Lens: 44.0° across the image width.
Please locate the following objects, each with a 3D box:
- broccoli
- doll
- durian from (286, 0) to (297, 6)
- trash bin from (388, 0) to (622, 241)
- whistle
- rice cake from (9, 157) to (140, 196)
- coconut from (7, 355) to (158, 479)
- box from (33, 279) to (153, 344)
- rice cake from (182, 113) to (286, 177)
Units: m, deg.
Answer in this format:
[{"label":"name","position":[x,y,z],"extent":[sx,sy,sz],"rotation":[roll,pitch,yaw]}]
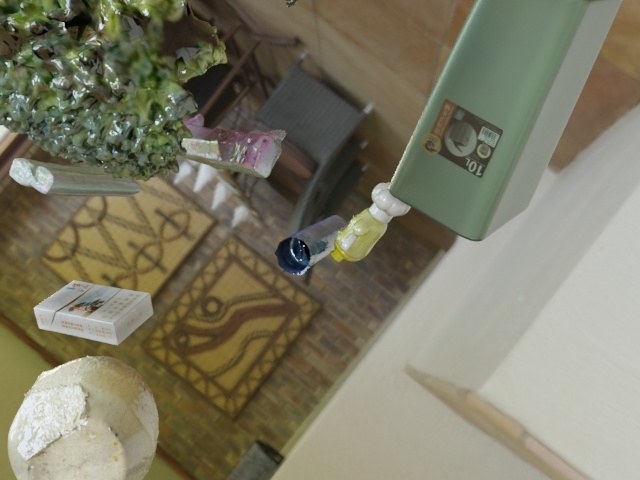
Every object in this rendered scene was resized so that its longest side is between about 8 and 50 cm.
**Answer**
[{"label":"broccoli","position":[-0.229,-0.220,0.891],"extent":[0.294,0.280,0.348],"rotation":[12,167,26]},{"label":"doll","position":[0.082,-0.030,1.284],"extent":[0.062,0.162,0.106],"rotation":[46,-160,10]},{"label":"durian","position":[-0.038,-0.430,1.349],"extent":[0.130,0.066,0.052],"rotation":[-100,-9,-65]},{"label":"trash bin","position":[0.252,-0.200,1.093],"extent":[0.158,0.343,0.223],"rotation":[32,-146,23]},{"label":"whistle","position":[0.000,0.000,1.348],"extent":[0.062,0.062,0.304],"rotation":[38,-163,7]},{"label":"rice cake","position":[-0.381,-0.094,1.249],"extent":[0.080,0.042,0.222],"rotation":[26,-170,20]},{"label":"coconut","position":[-0.574,0.458,1.938],"extent":[0.346,0.346,0.360],"rotation":[40,-175,-15]},{"label":"box","position":[-0.540,0.169,1.890],"extent":[0.233,0.067,0.149],"rotation":[7,-155,22]},{"label":"rice cake","position":[-0.139,-0.138,1.083],"extent":[0.051,0.081,0.290],"rotation":[42,168,-33]}]
